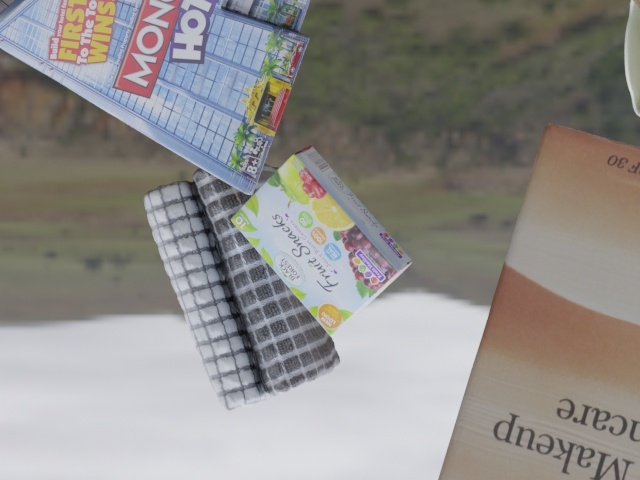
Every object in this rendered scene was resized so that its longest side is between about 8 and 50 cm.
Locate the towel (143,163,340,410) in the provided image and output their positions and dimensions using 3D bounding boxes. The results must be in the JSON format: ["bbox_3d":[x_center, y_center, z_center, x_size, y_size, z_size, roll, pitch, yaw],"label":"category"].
[{"bbox_3d":[-0.065,0.040,1.886,0.121,0.235,0.283,-22,178,7],"label":"towel"}]

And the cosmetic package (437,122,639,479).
[{"bbox_3d":[0.155,0.101,1.047,0.153,0.296,0.129,15,178,13],"label":"cosmetic package"}]

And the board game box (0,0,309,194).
[{"bbox_3d":[-0.098,-0.144,1.074,0.194,0.194,0.060,14,-169,-33],"label":"board game box"}]

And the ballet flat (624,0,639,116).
[{"bbox_3d":[0.333,-0.110,1.637,0.124,0.342,0.116,-17,-176,40],"label":"ballet flat"}]

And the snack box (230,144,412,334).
[{"bbox_3d":[0.000,0.000,1.701,0.100,0.141,0.037,-45,173,33],"label":"snack box"}]
